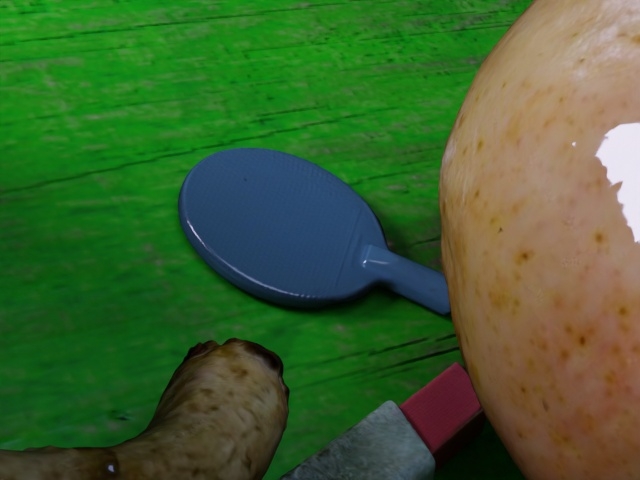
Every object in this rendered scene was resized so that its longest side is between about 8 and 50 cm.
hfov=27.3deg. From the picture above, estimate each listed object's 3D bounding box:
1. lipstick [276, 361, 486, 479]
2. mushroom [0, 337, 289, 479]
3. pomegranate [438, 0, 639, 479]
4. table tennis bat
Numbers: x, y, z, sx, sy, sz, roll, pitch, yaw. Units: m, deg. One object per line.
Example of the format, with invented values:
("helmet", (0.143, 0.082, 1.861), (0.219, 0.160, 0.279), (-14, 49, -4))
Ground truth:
("lipstick", (-0.020, 0.128, 0.536), (0.051, 0.051, 0.312), (44, 45, 19))
("mushroom", (-0.120, 0.062, 0.404), (0.301, 0.208, 0.233), (-10, 38, -19))
("pomegranate", (0.220, -0.008, 0.586), (0.338, 0.338, 0.338), (14, 46, -15))
("table tennis bat", (0.000, 0.000, 0.686), (0.155, 0.019, 0.100), (22, 44, -4))
